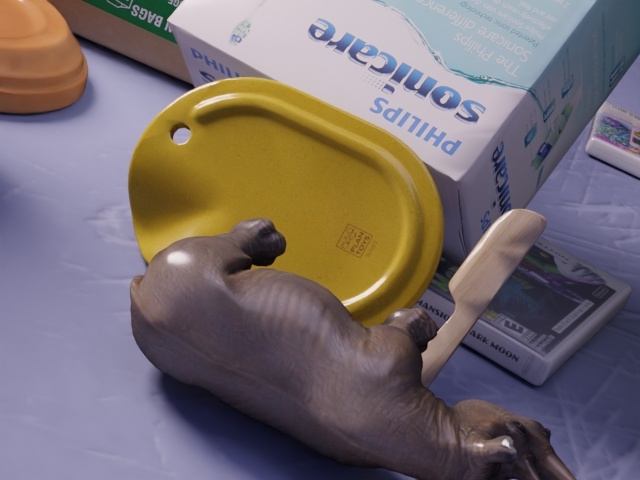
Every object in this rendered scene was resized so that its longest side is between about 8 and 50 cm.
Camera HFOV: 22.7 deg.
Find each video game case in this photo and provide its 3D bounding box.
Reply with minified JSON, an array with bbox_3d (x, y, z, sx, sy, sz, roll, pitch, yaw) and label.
[{"bbox_3d":[0.315,-0.071,1.429,0.157,0.019,0.143,26,23,4],"label":"video game case"},{"bbox_3d":[0.097,0.016,1.014,0.173,0.022,0.190,30,23,17],"label":"video game case"}]

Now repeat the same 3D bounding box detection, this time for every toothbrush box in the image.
[{"bbox_3d":[0.086,-0.162,0.984,0.216,0.295,0.126,30,-19,23],"label":"toothbrush box"}]

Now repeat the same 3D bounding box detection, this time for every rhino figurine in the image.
[{"bbox_3d":[0.016,0.067,0.755,0.243,0.073,0.106,29,19,9],"label":"rhino figurine"}]

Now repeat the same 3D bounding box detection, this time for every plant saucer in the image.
[{"bbox_3d":[-0.242,-0.144,1.023,0.200,0.037,0.200,20,23,-9],"label":"plant saucer"}]

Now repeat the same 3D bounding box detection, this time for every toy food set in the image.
[{"bbox_3d":[0.000,0.000,0.871,0.218,0.128,0.071,27,-11,15],"label":"toy food set"}]

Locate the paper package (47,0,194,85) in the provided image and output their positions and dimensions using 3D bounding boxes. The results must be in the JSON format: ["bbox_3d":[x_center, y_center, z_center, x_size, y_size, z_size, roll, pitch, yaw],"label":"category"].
[{"bbox_3d":[-0.129,-0.263,1.230,0.325,0.168,0.309,24,24,-2],"label":"paper package"}]
